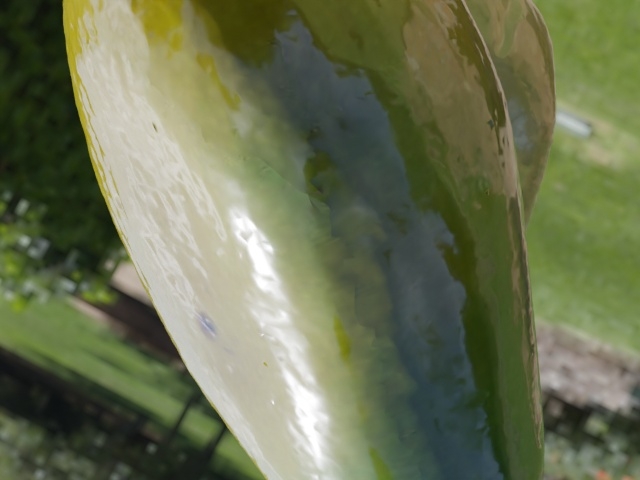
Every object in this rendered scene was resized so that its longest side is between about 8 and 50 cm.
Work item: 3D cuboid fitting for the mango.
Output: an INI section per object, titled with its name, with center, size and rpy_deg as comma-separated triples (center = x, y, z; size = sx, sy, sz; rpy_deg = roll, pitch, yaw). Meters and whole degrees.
[mango]
center = -0.004, -0.004, 0.558
size = 0.137, 0.091, 0.237
rpy_deg = 29, 139, 46

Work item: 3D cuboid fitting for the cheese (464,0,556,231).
[cheese]
center = 0.005, -0.050, 0.983
size = 0.214, 0.226, 0.117
rpy_deg = 20, 180, -28
